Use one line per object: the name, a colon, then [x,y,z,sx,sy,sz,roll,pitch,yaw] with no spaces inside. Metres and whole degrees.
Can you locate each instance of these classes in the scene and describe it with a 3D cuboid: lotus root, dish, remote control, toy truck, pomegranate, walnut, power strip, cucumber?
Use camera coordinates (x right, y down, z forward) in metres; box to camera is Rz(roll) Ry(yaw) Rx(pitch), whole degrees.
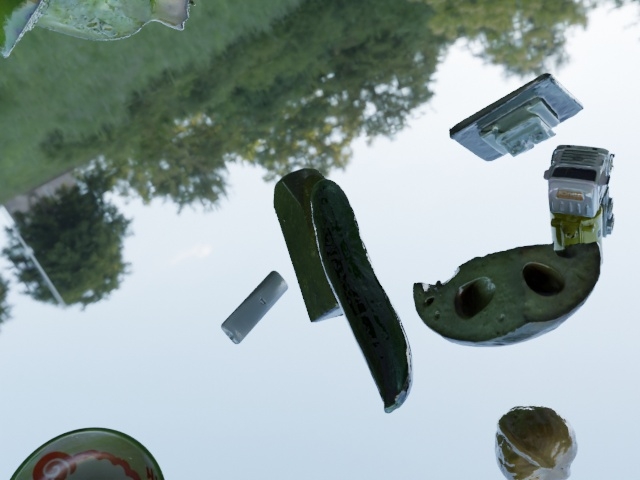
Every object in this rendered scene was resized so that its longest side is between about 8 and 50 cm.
lotus root: [0.297,0.099,1.123,0.210,0.142,0.314,0,167,-18]
dish: [-0.461,0.550,1.408,0.324,0.124,0.324,2,-122,-3]
remote control: [-0.118,0.121,1.322,0.027,0.050,0.184,-32,-169,45]
toy truck: [0.421,-0.045,1.146,0.098,0.227,0.114,10,-125,29]
pomegranate: [-0.188,-0.214,0.544,0.169,0.122,0.143,-21,173,-25]
walnut: [0.383,0.368,1.267,0.166,0.149,0.166,-55,-174,9]
power strip: [0.351,-0.191,1.230,0.198,0.213,0.065,-32,-115,28]
cucumber: [0.036,0.042,0.690,0.056,0.056,0.284,-21,-130,3]

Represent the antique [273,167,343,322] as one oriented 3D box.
antique: [0.000,0.000,1.031,0.081,0.221,0.080,-9,163,-37]
